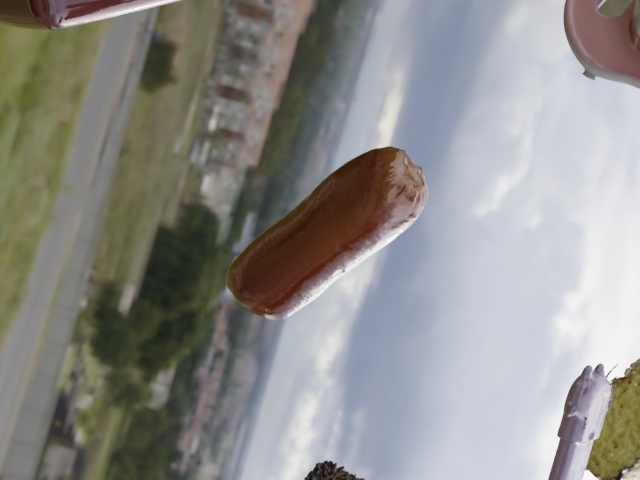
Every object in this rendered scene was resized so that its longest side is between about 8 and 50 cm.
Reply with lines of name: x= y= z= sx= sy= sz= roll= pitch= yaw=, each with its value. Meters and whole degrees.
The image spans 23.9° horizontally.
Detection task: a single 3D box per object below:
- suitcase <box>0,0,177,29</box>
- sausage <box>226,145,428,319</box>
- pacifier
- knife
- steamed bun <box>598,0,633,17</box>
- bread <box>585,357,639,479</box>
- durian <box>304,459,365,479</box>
suitcase: x=-0.238 y=-0.339 z=1.676 sx=0.236 sy=0.297 sz=0.161 roll=16 pitch=-60 yaw=54
sausage: x=0.000 y=0.000 z=1.581 sx=0.300 sy=0.089 sz=0.083 roll=-41 pitch=-142 yaw=40
pacifier: x=0.432 y=-0.210 z=1.721 sx=0.220 sy=0.332 sz=0.273 roll=-19 pitch=140 yaw=-56
knife: x=0.242 y=0.320 z=1.635 sx=0.132 sy=0.038 sz=0.398 roll=1 pitch=107 yaw=-63
steamed bun: x=0.558 y=-0.428 z=2.344 sx=0.334 sy=0.334 sz=0.373 roll=-80 pitch=153 yaw=-82
bread: x=0.506 y=0.275 z=2.295 sx=0.261 sy=0.160 sz=0.147 roll=-41 pitch=136 yaw=0
durian: x=-0.002 y=0.256 z=1.501 sx=0.130 sy=0.052 sz=0.066 roll=-28 pitch=163 yaw=-51
